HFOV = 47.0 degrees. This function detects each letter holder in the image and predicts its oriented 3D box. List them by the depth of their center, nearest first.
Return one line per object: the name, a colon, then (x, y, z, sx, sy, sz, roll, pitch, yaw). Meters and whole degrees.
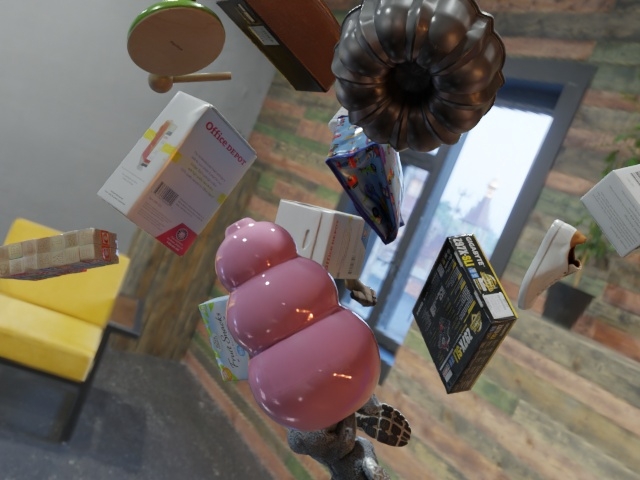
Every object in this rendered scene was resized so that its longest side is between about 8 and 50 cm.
letter holder: (-0.053, -0.534, 1.747, 0.302, 0.214, 0.152, 44, -12, -31)

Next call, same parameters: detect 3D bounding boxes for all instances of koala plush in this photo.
koala plush: (0.051, 0.468, 1.628, 0.203, 0.196, 0.221, -26, 83, -47)

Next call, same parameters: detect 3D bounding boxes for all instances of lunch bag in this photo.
lunch bag: (0.145, -0.150, 1.785, 0.293, 0.138, 0.221, 61, 24, -29)

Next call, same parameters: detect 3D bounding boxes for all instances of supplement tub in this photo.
supplement tub: (0.079, -0.361, 2.190, 0.071, 0.107, 0.071, 27, -31, 18)

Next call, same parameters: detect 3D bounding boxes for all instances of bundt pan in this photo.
bundt pan: (0.169, -0.298, 1.349, 0.331, 0.331, 0.124, 23, 41, 2)

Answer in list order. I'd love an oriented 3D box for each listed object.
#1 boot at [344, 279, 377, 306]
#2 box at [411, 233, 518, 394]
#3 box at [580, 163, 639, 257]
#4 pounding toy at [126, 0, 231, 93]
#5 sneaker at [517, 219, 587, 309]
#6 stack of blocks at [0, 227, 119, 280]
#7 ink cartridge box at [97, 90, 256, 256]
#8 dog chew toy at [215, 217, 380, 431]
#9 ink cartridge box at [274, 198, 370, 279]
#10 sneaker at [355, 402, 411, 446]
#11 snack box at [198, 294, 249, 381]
boot: (0.116, 0.134, 2.061, 0.087, 0.042, 0.118, 17, 51, -34)
box: (0.338, 0.181, 1.789, 0.079, 0.322, 0.257, -7, 51, -19)
box: (0.758, -0.076, 1.760, 0.181, 0.119, 0.182, -14, 65, -36)
pounding toy: (-0.277, -0.399, 1.411, 0.183, 0.110, 0.237, -14, -24, -4)
sneaker: (0.652, 0.093, 2.070, 0.123, 0.290, 0.106, 30, 31, 22)
stack of blocks: (-0.710, 0.042, 2.021, 0.297, 0.087, 0.171, -10, -8, 13)
ink cartridge box: (-0.403, -0.190, 2.125, 0.160, 0.384, 0.279, 31, -9, 35)
dog chew toy: (-0.049, 0.119, 1.125, 0.331, 0.207, 0.206, 61, 6, 1)
ink cartridge box: (0.000, 0.000, 1.928, 0.168, 0.171, 0.233, 15, 2, 28)
sneaker: (0.134, 0.514, 2.138, 0.275, 0.107, 0.110, 23, -17, 7)
snack box: (-0.191, 0.233, 1.791, 0.174, 0.207, 0.070, -14, 4, 41)
